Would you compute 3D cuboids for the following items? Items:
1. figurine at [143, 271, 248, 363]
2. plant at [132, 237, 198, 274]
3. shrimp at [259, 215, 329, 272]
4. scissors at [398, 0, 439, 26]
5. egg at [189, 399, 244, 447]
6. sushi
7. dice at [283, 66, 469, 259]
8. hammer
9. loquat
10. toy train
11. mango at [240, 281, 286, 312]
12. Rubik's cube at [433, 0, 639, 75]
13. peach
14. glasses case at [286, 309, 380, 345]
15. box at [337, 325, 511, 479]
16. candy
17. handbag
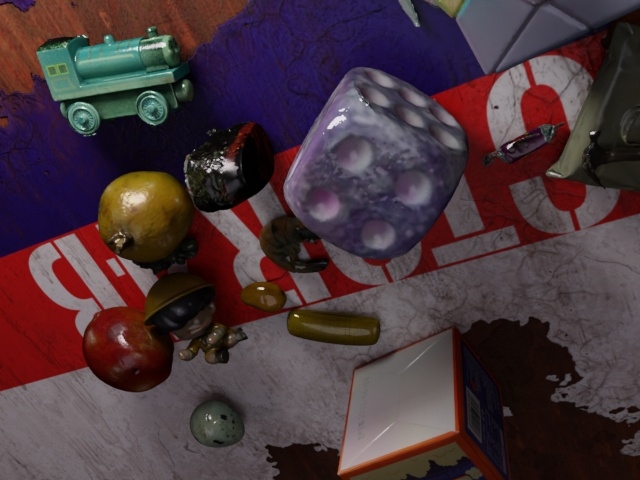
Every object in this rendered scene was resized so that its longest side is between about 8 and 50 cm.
[{"bbox_3d":[-0.316,0.193,1.607,0.192,0.167,0.256,-37,110,0],"label":"figurine"},{"bbox_3d":[-0.372,0.032,1.571,0.174,0.087,0.085,-11,155,13],"label":"plant"},{"bbox_3d":[0.000,0.000,1.499,0.296,0.058,0.169,-13,126,22],"label":"shrimp"},{"bbox_3d":[0.138,-0.475,1.182,0.134,0.020,0.187,-39,108,24],"label":"scissors"},{"bbox_3d":[-0.288,0.520,1.839,0.164,0.131,0.131,22,125,-20],"label":"egg"},{"bbox_3d":[-0.181,-0.149,1.327,0.126,0.225,0.136,-14,120,20],"label":"sushi"},{"bbox_3d":[0.103,-0.148,1.249,0.270,0.270,0.271,29,122,-9],"label":"dice"},{"bbox_3d":[0.628,-0.158,1.179,0.298,0.027,0.125,-5,129,5],"label":"hammer"},{"bbox_3d":[-0.389,-0.046,1.422,0.214,0.246,0.213,6,121,10],"label":"loquat"},{"bbox_3d":[-0.410,-0.328,1.322,0.298,0.120,0.194,-5,116,13],"label":"toy train"},{"bbox_3d":[-0.140,0.140,1.605,0.115,0.060,0.080,4,120,12],"label":"mango"},{"bbox_3d":[0.321,-0.457,0.972,0.387,0.358,0.368,-19,116,33],"label":"Rubik's cube"},{"bbox_3d":[-0.490,0.277,1.657,0.243,0.243,0.199,38,79,-14],"label":"peach"},{"bbox_3d":[0.032,0.218,1.624,0.234,0.064,0.079,6,116,8],"label":"glasses case"},{"bbox_3d":[0.256,0.452,1.563,0.319,0.348,0.257,-30,113,24],"label":"box"},{"bbox_3d":[0.407,-0.190,1.301,0.175,0.045,0.043,-27,104,23],"label":"candy"},{"bbox_3d":[0.597,-0.229,1.207,0.253,0.109,0.315,12,123,-3],"label":"handbag"}]
